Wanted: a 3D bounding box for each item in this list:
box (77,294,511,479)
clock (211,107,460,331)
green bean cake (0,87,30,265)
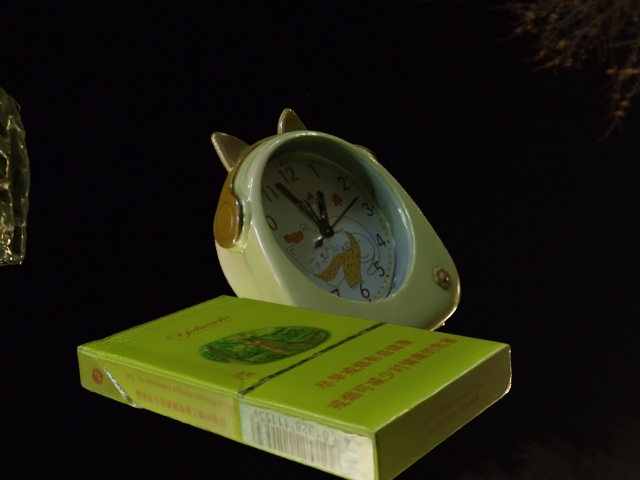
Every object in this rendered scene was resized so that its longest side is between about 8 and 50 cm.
[{"bbox_3d":[-0.033,0.107,0.666,0.187,0.334,0.047,-19,-71,-47],"label":"box"},{"bbox_3d":[0.000,0.000,0.987,0.286,0.117,0.348,-27,-99,-44],"label":"clock"},{"bbox_3d":[-0.438,-0.101,0.904,0.255,0.132,0.241,56,-162,-65],"label":"green bean cake"}]
